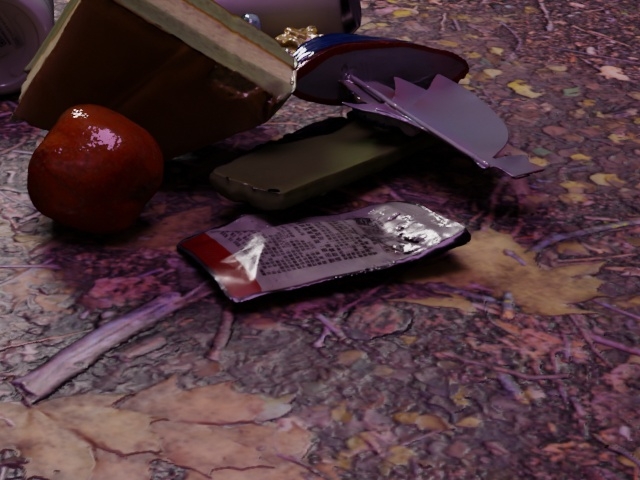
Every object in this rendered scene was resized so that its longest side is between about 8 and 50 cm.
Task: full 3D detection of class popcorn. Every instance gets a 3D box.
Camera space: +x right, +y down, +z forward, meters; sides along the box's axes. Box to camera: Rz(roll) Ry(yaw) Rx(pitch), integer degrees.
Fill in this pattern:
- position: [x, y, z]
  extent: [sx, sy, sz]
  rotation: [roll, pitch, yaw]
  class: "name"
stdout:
- position: [-0.014, -0.215, 1.931]
  extent: [0.083, 0.057, 0.082]
  rotation: [-10, 30, -29]
  class: "popcorn"

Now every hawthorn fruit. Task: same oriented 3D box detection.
- position: [-0.209, -0.064, 1.548]
  extent: [0.128, 0.128, 0.128]
  rotation: [2, 26, -1]
  class: "hawthorn fruit"

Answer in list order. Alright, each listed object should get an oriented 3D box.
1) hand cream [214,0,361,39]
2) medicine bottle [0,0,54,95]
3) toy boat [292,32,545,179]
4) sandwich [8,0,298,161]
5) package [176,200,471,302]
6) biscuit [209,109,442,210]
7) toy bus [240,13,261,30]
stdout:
- position: [-0.132, -0.295, 2.050]
  extent: [0.359, 0.118, 0.185]
  rotation: [-2, 28, 9]
  class: "hand cream"
- position: [-0.373, -0.261, 1.907]
  extent: [0.135, 0.135, 0.215]
  rotation: [-2, 27, -8]
  class: "medicine bottle"
- position: [0.115, -0.149, 1.724]
  extent: [0.318, 0.072, 0.219]
  rotation: [22, 28, 27]
  class: "toy boat"
- position: [-0.171, -0.148, 1.666]
  extent: [0.227, 0.198, 0.155]
  rotation: [30, 26, -15]
  class: "sandwich"
- position: [0.000, 0.000, 1.520]
  extent: [0.239, 0.030, 0.154]
  rotation: [-10, 22, -23]
  class: "package"
- position: [0.016, -0.086, 1.674]
  extent: [0.099, 0.038, 0.322]
  rotation: [20, 26, 30]
  class: "biscuit"
- position: [-0.160, -0.225, 1.860]
  extent: [0.121, 0.119, 0.265]
  rotation: [5, 21, -27]
  class: "toy bus"
